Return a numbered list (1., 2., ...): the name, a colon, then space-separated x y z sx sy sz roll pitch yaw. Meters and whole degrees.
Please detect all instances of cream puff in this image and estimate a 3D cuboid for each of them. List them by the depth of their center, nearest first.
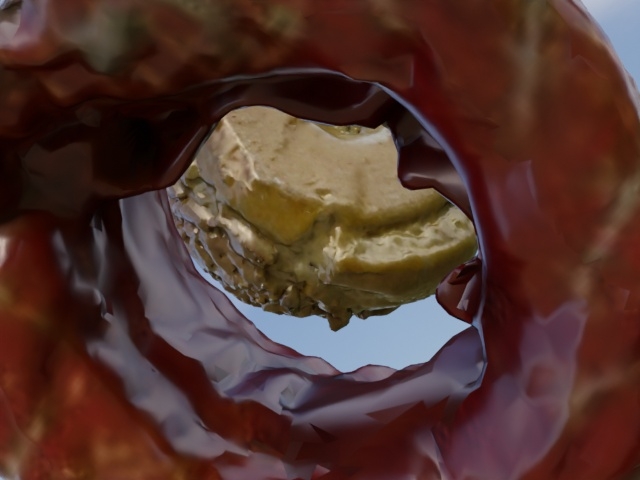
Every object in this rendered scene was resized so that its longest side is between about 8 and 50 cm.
1. cream puff: 0.001 -0.062 1.215 0.327 0.343 0.231 -37 -14 -36

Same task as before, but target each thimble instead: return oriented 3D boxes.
1. thimble: 0.000 0.000 0.580 0.350 0.350 0.230 -38 6 18
